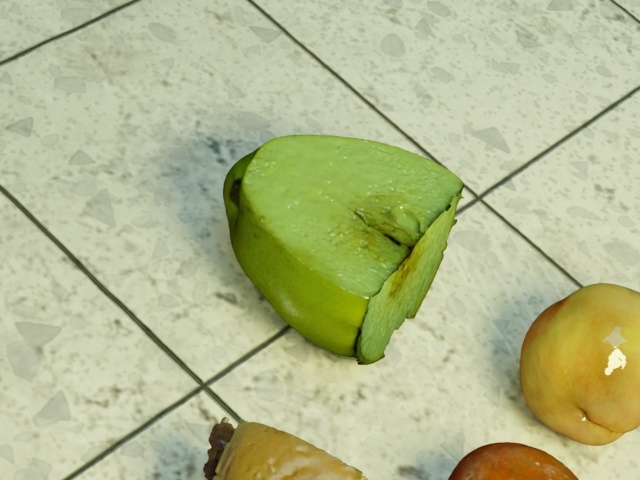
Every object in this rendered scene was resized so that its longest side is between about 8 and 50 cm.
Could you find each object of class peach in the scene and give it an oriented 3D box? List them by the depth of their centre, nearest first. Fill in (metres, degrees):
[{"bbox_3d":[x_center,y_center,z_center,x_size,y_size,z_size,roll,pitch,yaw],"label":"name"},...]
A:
[{"bbox_3d":[0.310,0.140,1.916,0.184,0.184,0.184,10,47,-12],"label":"peach"}]

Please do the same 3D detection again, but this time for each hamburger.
[{"bbox_3d":[-0.004,0.314,1.666,0.282,0.155,0.245,18,53,2],"label":"hamburger"}]

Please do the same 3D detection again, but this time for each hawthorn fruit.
[{"bbox_3d":[0.198,0.293,1.749,0.173,0.173,0.173,10,47,-12],"label":"hawthorn fruit"}]

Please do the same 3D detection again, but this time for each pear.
[{"bbox_3d":[0.000,0.000,1.939,0.292,0.159,0.292,12,44,-11],"label":"pear"}]
